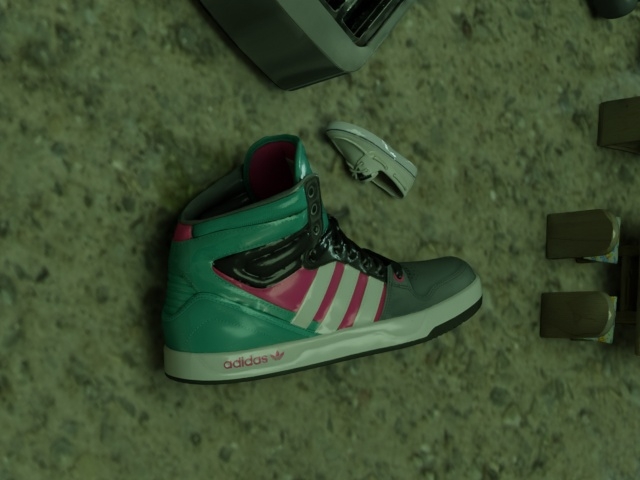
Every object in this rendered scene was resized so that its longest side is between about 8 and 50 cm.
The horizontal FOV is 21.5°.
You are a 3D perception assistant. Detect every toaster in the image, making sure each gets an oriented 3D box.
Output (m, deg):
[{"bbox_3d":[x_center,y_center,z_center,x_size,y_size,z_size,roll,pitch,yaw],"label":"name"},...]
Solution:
[{"bbox_3d":[-0.017,-0.228,1.371,0.168,0.110,0.185,48,64,-21],"label":"toaster"}]

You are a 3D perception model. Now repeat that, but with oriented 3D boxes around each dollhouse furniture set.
[{"bbox_3d":[0.343,-0.011,1.562,0.212,0.161,0.242,8,83,-33],"label":"dollhouse furniture set"}]

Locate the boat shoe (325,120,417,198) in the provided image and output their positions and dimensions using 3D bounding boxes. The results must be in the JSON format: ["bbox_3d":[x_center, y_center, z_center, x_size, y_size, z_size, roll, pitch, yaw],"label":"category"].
[{"bbox_3d":[0.041,-0.067,1.445,0.100,0.035,0.035,34,67,-34],"label":"boat shoe"}]

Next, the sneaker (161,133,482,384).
[{"bbox_3d":[0.000,0.000,1.368,0.296,0.124,0.178,-12,103,-32],"label":"sneaker"}]

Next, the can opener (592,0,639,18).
[{"bbox_3d":[0.245,-0.342,1.567,0.074,0.093,0.280,-36,111,-31],"label":"can opener"}]
